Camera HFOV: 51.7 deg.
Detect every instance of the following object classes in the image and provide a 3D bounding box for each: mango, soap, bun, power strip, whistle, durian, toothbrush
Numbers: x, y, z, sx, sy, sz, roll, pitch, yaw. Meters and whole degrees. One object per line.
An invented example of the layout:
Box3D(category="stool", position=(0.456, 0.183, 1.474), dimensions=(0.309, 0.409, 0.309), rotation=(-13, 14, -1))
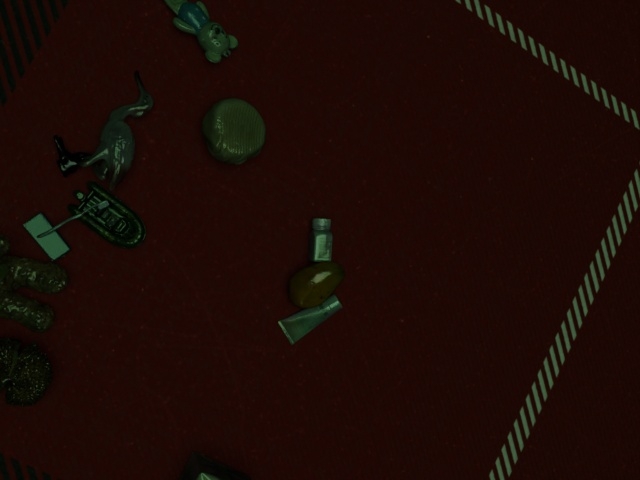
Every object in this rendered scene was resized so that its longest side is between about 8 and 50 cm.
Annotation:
Box3D(category="mango", position=(-0.017, 0.116, 1.771), dimensions=(0.115, 0.089, 0.165), rotation=(31, 119, -25))
Box3D(category="soap", position=(-0.264, 0.652, 1.673), dimensions=(0.182, 0.199, 0.138), rotation=(27, 81, -13))
Box3D(category="bun", position=(-0.233, -0.276, 1.726), dimensions=(0.166, 0.113, 0.173), rotation=(41, 57, -15))
Box3D(category="power strip", position=(-0.682, -0.007, 1.653), dimensions=(0.056, 0.032, 0.123), rotation=(-38, 99, -11))
Box3D(category="whistle", position=(-0.321, -0.571, 1.726), dimensions=(0.236, 0.077, 0.114), rotation=(45, 61, -7))
Box3D(category="durian", position=(-0.729, 0.319, 1.560), dimensions=(0.196, 0.196, 0.167), rotation=(11, 93, -14))
Box3D(category="toothbrush", position=(-0.613, -0.052, 1.636), dimensions=(0.193, 0.013, 0.019), rotation=(-27, 105, -6))

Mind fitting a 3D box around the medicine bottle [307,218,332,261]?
Box3D(category="medicine bottle", position=(0.000, 0.000, 1.804), dimensions=(0.055, 0.074, 0.118), rotation=(3, 88, -14))

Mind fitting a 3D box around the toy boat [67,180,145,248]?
Box3D(category="toy boat", position=(-0.537, -0.059, 1.679), dimensions=(0.210, 0.052, 0.104), rotation=(39, 79, -7))

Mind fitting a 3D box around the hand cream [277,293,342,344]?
Box3D(category="hand cream", position=(-0.025, 0.210, 1.817), dimensions=(0.174, 0.047, 0.076), rotation=(-32, 98, -4))

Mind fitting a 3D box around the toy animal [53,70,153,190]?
Box3D(category="toy animal", position=(-0.515, -0.263, 1.666), dimensions=(0.195, 0.090, 0.324), rotation=(45, 78, -1))

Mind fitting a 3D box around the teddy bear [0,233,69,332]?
Box3D(category="teddy bear", position=(-0.762, 0.106, 1.530), dimensions=(0.296, 0.222, 0.246), rotation=(20, 91, -11))
